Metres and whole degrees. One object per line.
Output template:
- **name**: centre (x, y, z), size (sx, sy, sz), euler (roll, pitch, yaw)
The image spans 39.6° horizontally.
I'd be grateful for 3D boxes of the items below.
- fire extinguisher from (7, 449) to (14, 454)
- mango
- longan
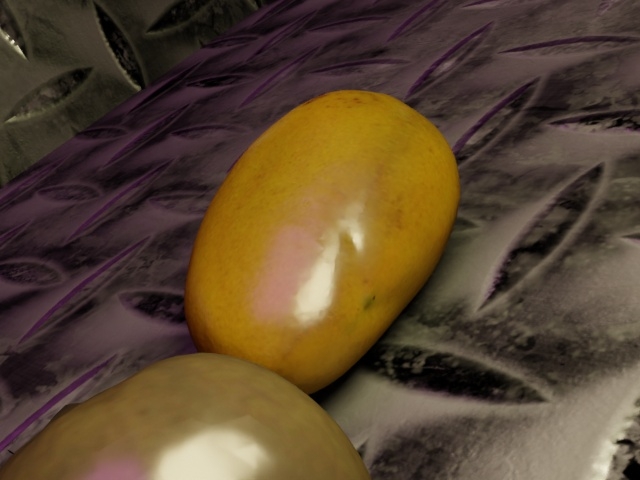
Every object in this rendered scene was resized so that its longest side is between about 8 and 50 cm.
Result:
- **fire extinguisher**: centre (-0.325, 0.303, 0.904), size (0.075, 0.106, 0.252), euler (-27, 18, 49)
- **mango**: centre (0.000, 0.000, 1.035), size (0.300, 0.232, 0.445), euler (-5, 40, 28)
- **longan**: centre (-0.106, 0.231, 0.632), size (0.319, 0.319, 0.319), euler (-21, 27, 11)
